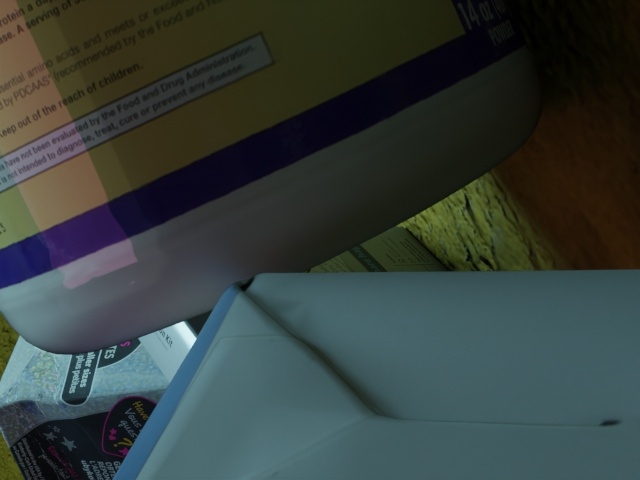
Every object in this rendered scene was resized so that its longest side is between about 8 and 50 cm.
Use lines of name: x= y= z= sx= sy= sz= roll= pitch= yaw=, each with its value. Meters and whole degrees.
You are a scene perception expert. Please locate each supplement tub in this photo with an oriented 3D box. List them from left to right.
supplement tub: x=-0.080 y=-0.148 z=0.538 sx=0.331 sy=0.241 sz=0.241 roll=65 pitch=162 yaw=-7

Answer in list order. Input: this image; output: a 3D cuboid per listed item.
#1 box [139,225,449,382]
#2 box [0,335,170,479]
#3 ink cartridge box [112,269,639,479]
box: x=0.005 y=0.047 z=0.684 sx=0.145 sy=0.186 sz=0.038 roll=47 pitch=128 yaw=42
box: x=-0.113 y=0.084 z=0.965 sx=0.247 sy=0.142 sz=0.163 roll=-82 pitch=-19 yaw=-54
ink cartridge box: x=0.119 y=0.207 z=0.427 sx=0.270 sy=0.151 sz=0.395 roll=-1 pitch=124 yaw=24
